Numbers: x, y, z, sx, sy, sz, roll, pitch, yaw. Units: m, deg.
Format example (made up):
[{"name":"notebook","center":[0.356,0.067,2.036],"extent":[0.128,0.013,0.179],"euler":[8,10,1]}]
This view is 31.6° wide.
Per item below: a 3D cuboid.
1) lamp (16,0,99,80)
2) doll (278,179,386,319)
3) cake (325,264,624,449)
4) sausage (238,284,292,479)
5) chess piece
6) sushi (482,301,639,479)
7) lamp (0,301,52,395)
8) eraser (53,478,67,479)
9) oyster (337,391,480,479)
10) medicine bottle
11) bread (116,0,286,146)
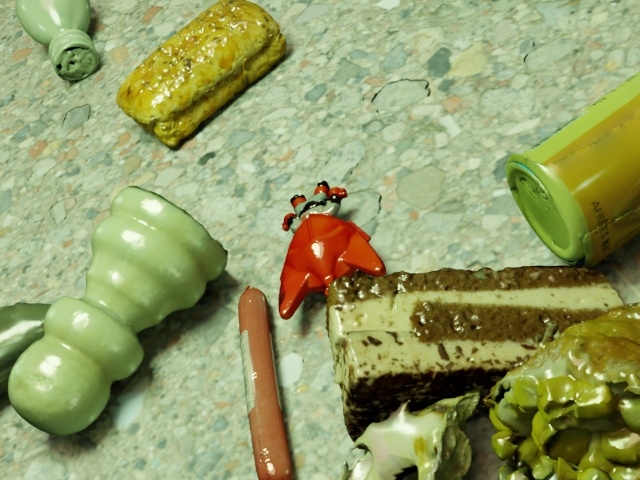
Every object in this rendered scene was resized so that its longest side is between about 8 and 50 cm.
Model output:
[{"name":"lamp","center":[-0.365,-0.303,1.597],"extent":[0.106,0.106,0.193],"euler":[-31,51,0]},{"name":"doll","center":[0.000,0.000,1.103],"extent":[0.109,0.057,0.169],"euler":[-25,42,10]},{"name":"cake","center":[0.124,0.099,0.947],"extent":[0.245,0.135,0.112],"euler":[-2,51,-12]},{"name":"sausage","center":[-0.053,0.128,1.027],"extent":[0.034,0.034,0.253],"euler":[-22,42,10]},{"name":"chess piece","center":[-0.211,0.078,1.108],"extent":[0.133,0.133,0.243],"euler":[16,63,40]},{"name":"sushi","center":[0.229,0.145,0.761],"extent":[0.296,0.167,0.179],"euler":[23,40,36]},{"name":"lamp","center":[-0.371,0.126,1.168],"extent":[0.250,0.101,0.101],"euler":[-20,42,7]},{"name":"eraser","center":[-0.263,0.333,0.927],"extent":[0.243,0.059,0.204],"euler":[-38,42,-13]},{"name":"oyster","center":[0.053,0.217,0.855],"extent":[0.132,0.072,0.209],"euler":[-22,45,47]},{"name":"medicine bottle","center":[0.285,-0.084,0.973],"extent":[0.238,0.124,0.124],"euler":[-33,41,-4]},{"name":"bread","center":[-0.147,-0.210,1.383],"extent":[0.211,0.083,0.114],"euler":[-44,47,-13]}]
